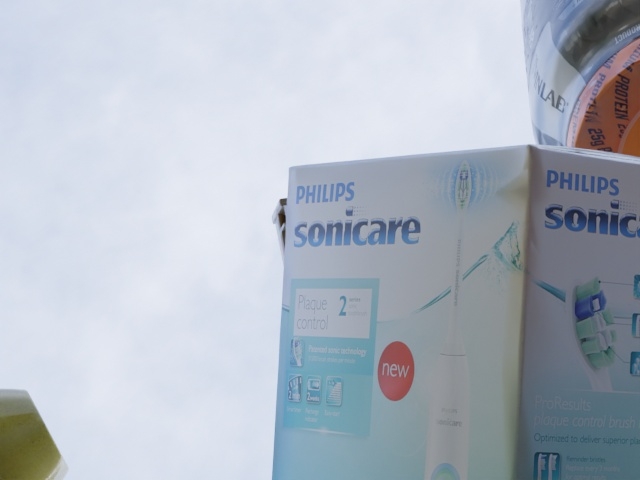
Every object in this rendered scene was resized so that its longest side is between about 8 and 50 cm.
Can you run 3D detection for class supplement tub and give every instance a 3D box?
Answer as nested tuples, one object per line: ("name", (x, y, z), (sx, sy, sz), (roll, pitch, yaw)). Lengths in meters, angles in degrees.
("supplement tub", (0.228, -0.120, 1.254), (0.193, 0.316, 0.194), (2, -62, 3))

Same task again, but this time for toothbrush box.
("toothbrush box", (0.082, 0.104, 1.043), (0.216, 0.126, 0.296), (0, -96, 56))

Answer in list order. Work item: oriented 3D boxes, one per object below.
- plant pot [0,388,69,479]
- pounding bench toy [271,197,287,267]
("plant pot", (-0.243, 0.162, 1.434), (0.095, 0.134, 0.134), (-28, -85, -9))
("pounding bench toy", (0.000, 0.000, 1.395), (0.052, 0.083, 0.065), (-8, -104, -10))
